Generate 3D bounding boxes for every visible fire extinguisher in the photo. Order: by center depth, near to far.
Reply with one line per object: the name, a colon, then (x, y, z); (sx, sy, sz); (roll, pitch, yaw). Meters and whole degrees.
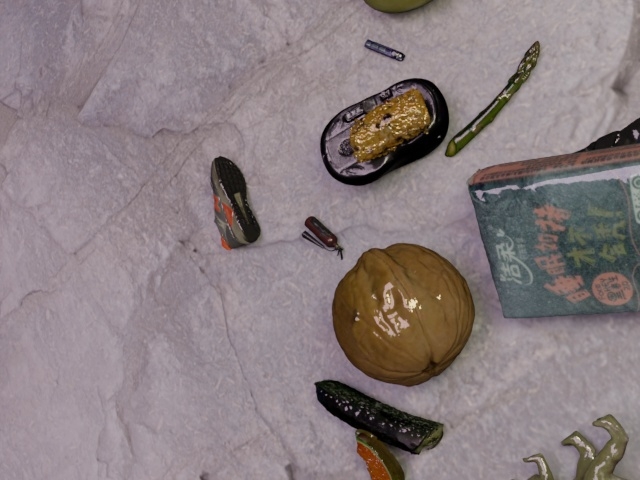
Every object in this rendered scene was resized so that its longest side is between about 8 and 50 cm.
fire extinguisher: (0.001, -0.005, 1.541); (0.100, 0.046, 0.032); (44, 120, 32)

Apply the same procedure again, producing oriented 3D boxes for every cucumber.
cucumber: (0.086, 0.294, 1.430); (0.245, 0.067, 0.067); (16, 92, 37)

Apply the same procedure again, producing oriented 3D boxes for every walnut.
walnut: (0.126, 0.112, 1.347); (0.228, 0.228, 0.227); (-6, 79, 33)

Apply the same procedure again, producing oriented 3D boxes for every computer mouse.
computer mouse: (0.113, -0.180, 1.462); (0.233, 0.096, 0.137); (-26, 78, 17)

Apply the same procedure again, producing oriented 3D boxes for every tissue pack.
tissue pack: (0.384, -0.010, 1.197); (0.316, 0.103, 0.227); (-7, 108, 33)

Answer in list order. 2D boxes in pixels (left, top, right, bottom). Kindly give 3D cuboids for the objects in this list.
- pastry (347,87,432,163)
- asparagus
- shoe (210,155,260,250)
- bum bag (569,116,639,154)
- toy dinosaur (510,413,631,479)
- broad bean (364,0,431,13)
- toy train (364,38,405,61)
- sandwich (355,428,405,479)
pastry: (0.110, -0.184, 1.384); (0.140, 0.056, 0.080); (-23, 86, 12)
asparagus: (0.282, -0.223, 1.394); (0.034, 0.027, 0.236); (47, 109, 19)
shoe: (-0.183, -0.070, 1.663); (0.077, 0.074, 0.194); (-34, 68, 31)
bum bag: (0.428, -0.090, 1.247); (0.310, 0.074, 0.137); (-29, 83, 34)
toy dinosaur: (0.371, 0.362, 1.219); (0.294, 0.077, 0.162); (-44, 65, 37)
broad bean: (0.167, -0.491, 1.459); (0.263, 0.121, 0.189); (-13, 75, 34)
toy train: (0.115, -0.340, 1.532); (0.083, 0.017, 0.017); (30, 101, 33)
sandwich: (0.101, 0.369, 1.397); (0.067, 0.029, 0.135); (-15, 104, 53)
